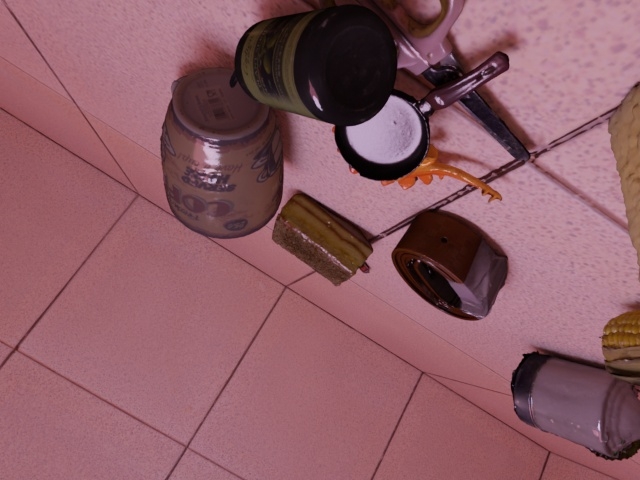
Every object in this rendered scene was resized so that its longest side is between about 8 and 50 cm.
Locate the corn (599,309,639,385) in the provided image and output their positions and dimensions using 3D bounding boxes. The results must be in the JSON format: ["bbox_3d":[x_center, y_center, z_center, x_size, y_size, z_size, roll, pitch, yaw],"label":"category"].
[{"bbox_3d":[0.508,0.144,0.503,0.122,0.123,0.305,30,165,-3],"label":"corn"}]

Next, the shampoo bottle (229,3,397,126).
[{"bbox_3d":[-0.036,-0.201,0.459,0.101,0.101,0.284,44,176,-37],"label":"shampoo bottle"}]

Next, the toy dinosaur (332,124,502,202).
[{"bbox_3d":[0.104,-0.116,0.557,0.289,0.070,0.117,28,158,-4],"label":"toy dinosaur"}]

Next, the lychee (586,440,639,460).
[{"bbox_3d":[0.747,0.485,1.053,0.171,0.171,0.171,29,164,9],"label":"lychee"}]

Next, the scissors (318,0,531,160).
[{"bbox_3d":[0.117,-0.185,0.413,0.318,0.024,0.160,37,161,-19],"label":"scissors"}]

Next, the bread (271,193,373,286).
[{"bbox_3d":[0.000,0.000,1.002,0.234,0.110,0.184,36,159,2],"label":"bread"}]

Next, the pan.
[{"bbox_3d":[0.103,-0.140,0.438,0.115,0.040,0.212,41,140,-20],"label":"pan"}]

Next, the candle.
[{"bbox_3d":[0.615,0.371,0.894,0.187,0.187,0.330,39,160,-25],"label":"candle"}]

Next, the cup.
[{"bbox_3d":[-0.182,-0.188,0.703,0.301,0.228,0.257,57,156,16],"label":"cup"}]

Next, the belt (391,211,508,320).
[{"bbox_3d":[0.244,0.055,0.757,0.184,0.105,0.261,16,155,48],"label":"belt"}]

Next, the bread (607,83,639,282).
[{"bbox_3d":[0.395,-0.021,0.209,0.406,0.241,0.345,12,160,3],"label":"bread"}]

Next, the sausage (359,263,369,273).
[{"bbox_3d":[0.096,0.044,1.127,0.029,0.025,0.198,-19,140,22],"label":"sausage"}]
